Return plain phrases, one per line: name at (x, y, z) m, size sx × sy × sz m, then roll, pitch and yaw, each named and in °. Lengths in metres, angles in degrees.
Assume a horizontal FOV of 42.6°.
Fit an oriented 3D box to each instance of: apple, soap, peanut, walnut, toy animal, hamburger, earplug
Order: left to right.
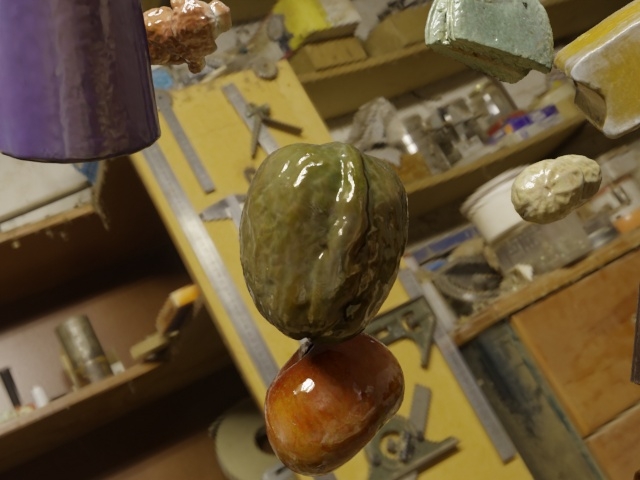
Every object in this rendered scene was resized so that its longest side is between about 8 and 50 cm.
earplug at (-0.326, -0.336, 1.024) m, size 0.215 × 0.456 × 0.215 m, roll -1°, pitch 22°, yaw 0°
toy animal at (-0.240, -0.327, 1.270) m, size 0.184 × 0.104 × 0.185 m, roll 7°, pitch 5°, yaw -21°
walnut at (0.000, 0.000, 1.127) m, size 0.227 × 0.283 × 0.283 m, roll 11°, pitch -31°, yaw -23°
apple at (0.012, 0.234, 1.231) m, size 0.210 × 0.173 × 0.235 m, roll -41°, pitch -4°, yaw 28°
hamburger at (0.155, -0.200, 0.748) m, size 0.121 × 0.084 × 0.054 m, roll 12°, pitch -12°, yaw -17°
peanut at (0.457, -0.104, 1.557) m, size 0.256 × 0.123 × 0.123 m, roll -20°, pitch -15°, yaw -44°
soap at (0.267, -0.155, 0.665) m, size 0.140 × 0.073 × 0.232 m, roll -34°, pitch 5°, yaw 18°

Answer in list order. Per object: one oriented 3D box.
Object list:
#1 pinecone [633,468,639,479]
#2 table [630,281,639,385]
pinecone at (0.509, 0.414, 1.216) m, size 0.165 × 0.163 × 0.163 m, roll -8°, pitch -23°, yaw -35°
table at (0.720, 0.185, 1.423) m, size 0.250 × 0.196 × 0.282 m, roll 7°, pitch 0°, yaw -1°
